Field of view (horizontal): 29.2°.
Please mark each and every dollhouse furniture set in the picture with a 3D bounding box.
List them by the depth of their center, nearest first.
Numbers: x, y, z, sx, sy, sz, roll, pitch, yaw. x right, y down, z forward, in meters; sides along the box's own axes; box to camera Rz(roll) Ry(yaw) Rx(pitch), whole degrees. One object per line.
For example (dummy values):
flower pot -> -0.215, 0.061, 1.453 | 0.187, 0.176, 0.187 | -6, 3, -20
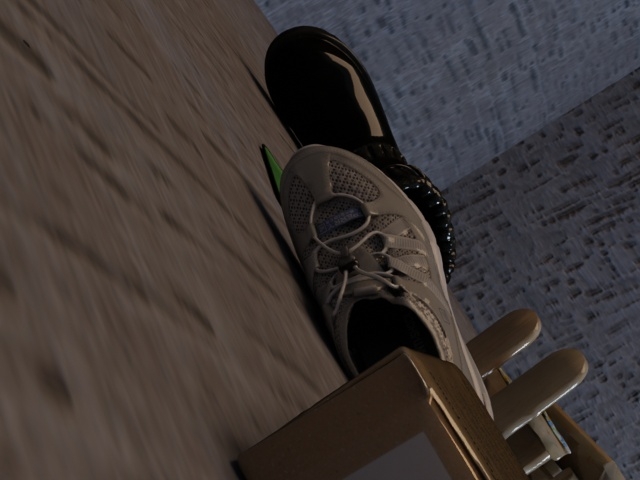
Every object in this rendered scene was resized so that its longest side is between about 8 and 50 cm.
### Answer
dollhouse furniture set -> 0.392, 0.280, 1.501 | 0.362, 0.256, 0.394 | 55, -2, -24

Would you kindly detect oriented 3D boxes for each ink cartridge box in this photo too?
ink cartridge box -> 0.076, 0.170, 0.543 | 0.234, 0.088, 0.193 | 60, 8, 14

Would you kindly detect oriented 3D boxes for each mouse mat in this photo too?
mouse mat -> 0.000, 0.000, 1.207 | 0.189, 0.007, 0.152 | 54, 7, -25

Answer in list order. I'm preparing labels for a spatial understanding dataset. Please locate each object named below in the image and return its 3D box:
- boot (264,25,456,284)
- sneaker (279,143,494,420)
boot -> 0.054, -0.106, 1.596 | 0.348, 0.131, 0.260 | 56, 6, -21
sneaker -> 0.045, 0.033, 0.919 | 0.281, 0.105, 0.115 | 61, 6, 25
